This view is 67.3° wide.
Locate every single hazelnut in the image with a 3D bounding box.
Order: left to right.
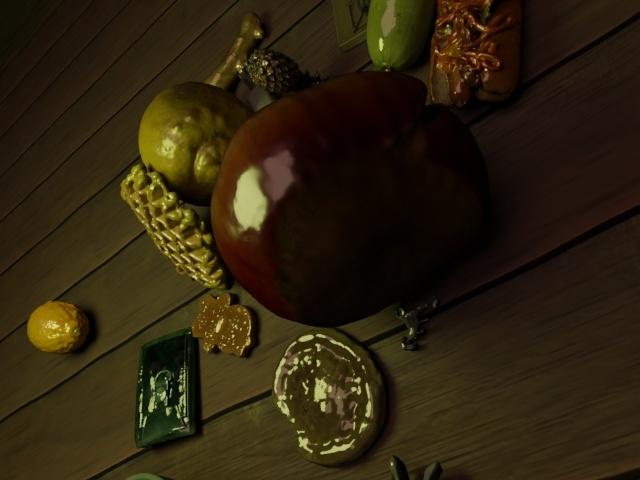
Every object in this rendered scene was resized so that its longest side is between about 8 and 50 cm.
[{"bbox_3d":[0.037,-0.074,0.718,0.410,0.359,0.359,-28,48,-19],"label":"hazelnut"}]

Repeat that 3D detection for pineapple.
[{"bbox_3d":[-0.061,-0.340,1.013,0.103,0.221,0.083,26,104,48],"label":"pineapple"}]

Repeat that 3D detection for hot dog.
[{"bbox_3d":[0.273,-0.393,0.849,0.158,0.117,0.348,-1,71,36],"label":"hot dog"}]

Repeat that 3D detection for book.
[{"bbox_3d":[0.101,-0.559,1.104,0.161,0.026,0.230,-22,59,28],"label":"book"}]

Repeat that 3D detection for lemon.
[{"bbox_3d":[-0.699,0.235,1.294,0.187,0.142,0.142,7,76,34],"label":"lemon"},{"bbox_3d":[-0.264,-0.211,1.065,0.316,0.286,0.285,-10,61,69],"label":"lemon"}]

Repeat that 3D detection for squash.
[{"bbox_3d":[0.158,-0.446,0.946,0.133,0.133,0.246,12,93,39],"label":"squash"}]

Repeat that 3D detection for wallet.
[{"bbox_3d":[-0.337,0.317,1.051,0.160,0.055,0.235,-22,59,20],"label":"wallet"}]

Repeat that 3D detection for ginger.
[{"bbox_3d":[-0.240,-0.482,1.298,0.118,0.065,0.298,27,90,27],"label":"ginger"}]

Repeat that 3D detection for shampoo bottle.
[{"bbox_3d":[-0.110,-0.295,1.074,0.071,0.153,0.284,-47,45,14],"label":"shampoo bottle"}]

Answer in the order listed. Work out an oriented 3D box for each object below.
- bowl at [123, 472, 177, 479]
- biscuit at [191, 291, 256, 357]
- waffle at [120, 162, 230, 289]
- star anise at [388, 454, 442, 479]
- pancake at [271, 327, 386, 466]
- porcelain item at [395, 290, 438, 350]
[{"bbox_3d":[-0.266,0.558,0.836,0.290,0.146,0.289,-15,63,33],"label":"bowl"},{"bbox_3d":[-0.203,0.176,1.024,0.184,0.027,0.133,-3,69,34],"label":"biscuit"},{"bbox_3d":[-0.313,-0.021,1.022,0.329,0.329,0.062,23,57,40],"label":"waffle"},{"bbox_3d":[0.119,0.399,0.641,0.258,0.110,0.198,-5,43,19],"label":"star anise"},{"bbox_3d":[0.006,0.261,0.825,0.223,0.042,0.236,-34,54,23],"label":"pancake"},{"bbox_3d":[0.159,0.109,0.788,0.075,0.021,0.136,-23,59,28],"label":"porcelain item"}]
